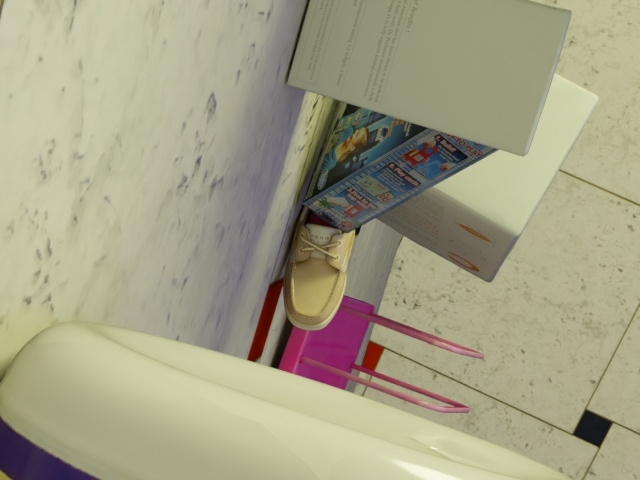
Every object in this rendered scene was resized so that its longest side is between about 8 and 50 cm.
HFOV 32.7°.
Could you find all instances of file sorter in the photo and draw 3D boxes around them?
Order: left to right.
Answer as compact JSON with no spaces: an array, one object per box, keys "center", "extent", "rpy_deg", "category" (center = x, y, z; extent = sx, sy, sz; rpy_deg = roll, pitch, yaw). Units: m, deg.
[{"center":[0.048,0.224,1.226],"extent":[0.290,0.182,0.202],"rpy_deg":[-70,159,-2],"category":"file sorter"}]

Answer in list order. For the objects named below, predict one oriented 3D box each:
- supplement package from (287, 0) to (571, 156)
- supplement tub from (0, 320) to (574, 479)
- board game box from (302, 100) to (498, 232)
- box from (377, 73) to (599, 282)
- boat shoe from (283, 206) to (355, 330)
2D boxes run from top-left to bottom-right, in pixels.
[{"center":[0.081,-0.139,0.801],"extent":[0.105,0.179,0.105],"rpy_deg":[-39,147,-77],"category":"supplement package"},{"center":[-0.048,0.218,0.411],"extent":[0.241,0.241,0.331],"rpy_deg":[48,60,-82],"category":"supplement tub"},{"center":[0.090,-0.118,0.963],"extent":[0.194,0.060,0.194],"rpy_deg":[-14,-130,50],"category":"board game box"},{"center":[0.155,-0.095,1.236],"extent":[0.168,0.215,0.345],"rpy_deg":[-58,172,-7],"category":"box"},{"center":[0.000,0.000,1.030],"extent":[0.059,0.063,0.170],"rpy_deg":[89,10,-62],"category":"boat shoe"}]
